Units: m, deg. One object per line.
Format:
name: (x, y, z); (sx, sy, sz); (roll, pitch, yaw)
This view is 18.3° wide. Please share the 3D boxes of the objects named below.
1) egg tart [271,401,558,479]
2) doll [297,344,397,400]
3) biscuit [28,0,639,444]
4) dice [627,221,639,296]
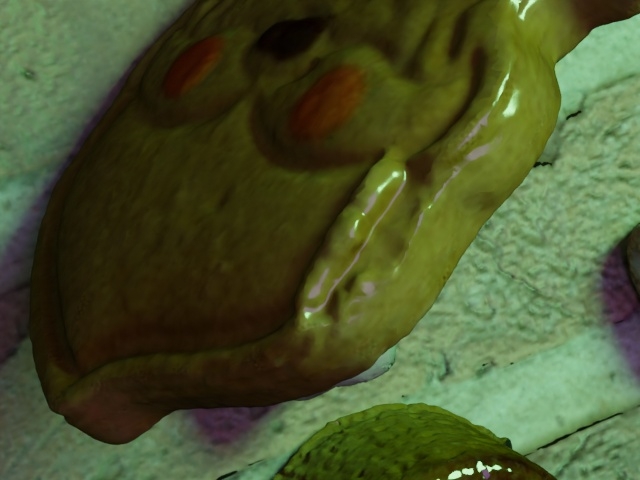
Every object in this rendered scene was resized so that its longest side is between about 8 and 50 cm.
egg tart: (0.075, 0.193, 1.181); (0.202, 0.147, 0.203); (2, 83, -21)
doll: (0.000, 0.000, 1.183); (0.095, 0.149, 0.192); (6, 93, -8)
biscuit: (0.003, -0.085, 1.071); (0.078, 0.350, 0.455); (42, 82, -27)
dice: (0.261, 0.015, 1.287); (0.093, 0.094, 0.091); (-25, 93, -21)
